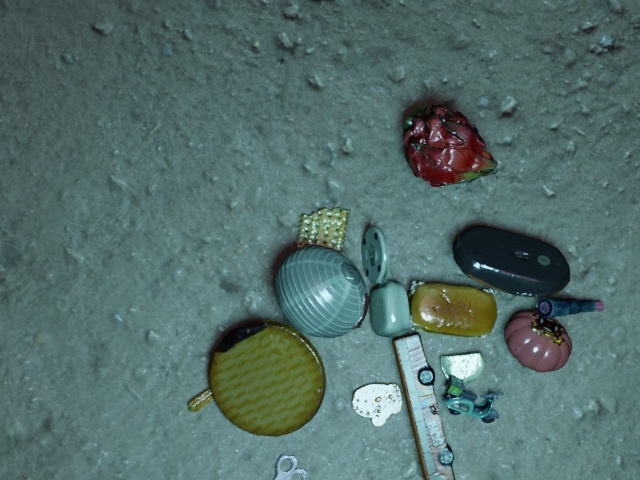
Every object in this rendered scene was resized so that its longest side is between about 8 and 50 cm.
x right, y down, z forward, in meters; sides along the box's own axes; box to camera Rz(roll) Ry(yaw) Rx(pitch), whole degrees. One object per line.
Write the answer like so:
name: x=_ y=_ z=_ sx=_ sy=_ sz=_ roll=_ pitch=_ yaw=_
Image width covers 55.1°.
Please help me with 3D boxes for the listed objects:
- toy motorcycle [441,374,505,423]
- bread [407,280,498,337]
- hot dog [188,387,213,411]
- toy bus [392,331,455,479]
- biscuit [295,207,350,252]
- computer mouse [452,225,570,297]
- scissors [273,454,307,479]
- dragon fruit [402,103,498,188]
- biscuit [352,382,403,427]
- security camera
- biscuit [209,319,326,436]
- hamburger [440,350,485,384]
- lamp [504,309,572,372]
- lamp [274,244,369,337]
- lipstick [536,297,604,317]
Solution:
toy motorcycle: x=0.410 y=0.433 z=1.647 sx=0.173 sy=0.058 sz=0.100 roll=21 pitch=115 yaw=-5
bread: x=0.355 y=0.189 z=1.667 sx=0.241 sy=0.107 sz=0.136 roll=8 pitch=79 yaw=-6
hot dog: x=-0.319 y=0.430 z=1.649 sx=0.083 sy=0.021 sz=0.037 roll=-32 pitch=104 yaw=-10
toy bus: x=0.280 y=0.453 z=1.634 sx=0.092 sy=0.093 sz=0.409 roll=-13 pitch=81 yaw=4
biscuit: x=0.000 y=0.000 z=1.731 sx=0.144 sy=0.016 sz=0.203 roll=9 pitch=82 yaw=-1
computer mouse: x=0.515 y=0.065 z=1.677 sx=0.323 sy=0.116 sz=0.183 roll=17 pitch=48 yaw=6
scissors: x=-0.123 y=0.655 z=1.624 sx=0.189 sy=0.015 sz=0.100 roll=-41 pitch=87 yaw=-7
dragon fruit: x=0.358 y=-0.246 z=1.676 sx=0.293 sy=0.234 sz=0.234 roll=27 pitch=81 yaw=18
biscuit: x=0.155 y=0.446 z=1.664 sx=0.140 sy=0.023 sz=0.118 roll=2 pitch=81 yaw=-3
security camera: x=0.176 y=0.110 z=1.656 sx=0.080 sy=0.157 sz=0.302 roll=-5 pitch=81 yaw=-17
biscuit: x=-0.139 y=0.363 z=1.610 sx=0.317 sy=0.040 sz=0.318 roll=2 pitch=98 yaw=11
hamburger: x=0.390 y=0.351 z=1.676 sx=0.121 sy=0.054 sz=0.084 roll=-5 pitch=85 yaw=0
lamp: x=0.579 y=0.275 z=1.645 sx=0.182 sy=0.140 sz=0.182 roll=12 pitch=37 yaw=-9
lamp: x=0.009 y=0.134 z=1.602 sx=0.233 sy=0.233 sz=0.265 roll=-29 pitch=88 yaw=-6
lipstick: x=0.692 y=0.184 z=1.672 sx=0.234 sy=0.053 sz=0.054 roll=4 pitch=80 yaw=-29
